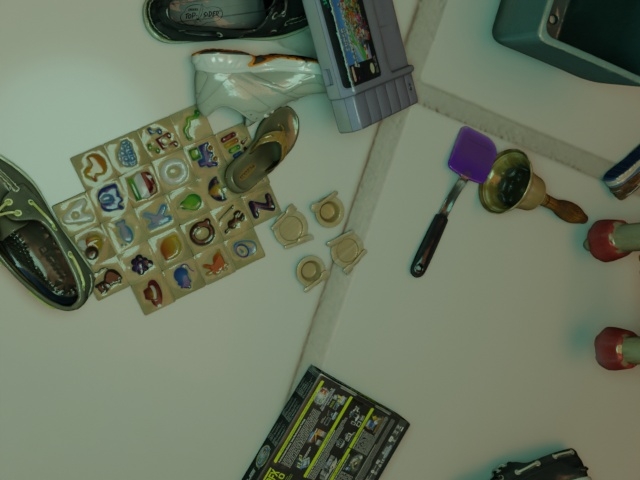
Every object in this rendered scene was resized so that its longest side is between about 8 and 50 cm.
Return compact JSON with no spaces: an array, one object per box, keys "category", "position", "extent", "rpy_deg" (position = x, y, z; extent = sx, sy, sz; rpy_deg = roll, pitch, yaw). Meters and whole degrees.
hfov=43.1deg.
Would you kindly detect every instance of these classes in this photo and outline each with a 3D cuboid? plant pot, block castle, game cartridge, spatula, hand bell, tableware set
[{"category":"plant pot","position":[0.436,-0.413,1.403],"extent":[0.247,0.252,0.247],"rpy_deg":[16,92,-21]},{"category":"block castle","position":[0.744,0.105,1.615],"extent":[0.453,0.213,0.303],"rpy_deg":[0,86,-26]},{"category":"game cartridge","position":[0.057,-0.369,1.314],"extent":[0.230,0.068,0.355],"rpy_deg":[-37,115,-57]},{"category":"spatula","position":[0.238,-0.065,1.498],"extent":[0.084,0.030,0.296],"rpy_deg":[26,91,-7]},{"category":"hand bell","position":[0.430,-0.075,1.541],"extent":[0.242,0.126,0.126],"rpy_deg":[19,91,-32]},{"category":"tableware set","position":[0.000,0.000,1.425],"extent":[0.141,0.020,0.168],"rpy_deg":[-32,109,-15]}]

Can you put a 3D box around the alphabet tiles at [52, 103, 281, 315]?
[{"category":"alphabet tiles","position":[-0.246,-0.051,1.341],"extent":[0.343,0.011,0.285],"rpy_deg":[-26,106,-15]}]

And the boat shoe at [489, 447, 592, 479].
[{"category":"boat shoe","position":[0.389,0.483,1.602],"extent":[0.303,0.091,0.114],"rpy_deg":[-4,143,-20]}]

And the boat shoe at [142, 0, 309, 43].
[{"category":"boat shoe","position":[-0.107,-0.386,1.288],"extent":[0.340,0.113,0.127],"rpy_deg":[-10,99,-18]}]

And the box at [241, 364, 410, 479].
[{"category":"box","position":[0.006,0.393,1.466],"extent":[0.216,0.060,0.270],"rpy_deg":[32,86,-20]}]

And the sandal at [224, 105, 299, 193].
[{"category":"sandal","position":[-0.089,-0.150,1.353],"extent":[0.072,0.049,0.180],"rpy_deg":[48,67,-24]}]

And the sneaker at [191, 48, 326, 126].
[{"category":"sneaker","position":[-0.083,-0.247,1.336],"extent":[0.263,0.099,0.121],"rpy_deg":[2,106,-14]}]

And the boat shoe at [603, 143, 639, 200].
[{"category":"boat shoe","position":[0.651,-0.150,1.622],"extent":[0.183,0.066,0.066],"rpy_deg":[-34,112,-2]}]

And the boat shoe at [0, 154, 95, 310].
[{"category":"boat shoe","position":[-0.455,-0.019,1.223],"extent":[0.109,0.091,0.305],"rpy_deg":[-38,106,-3]}]
